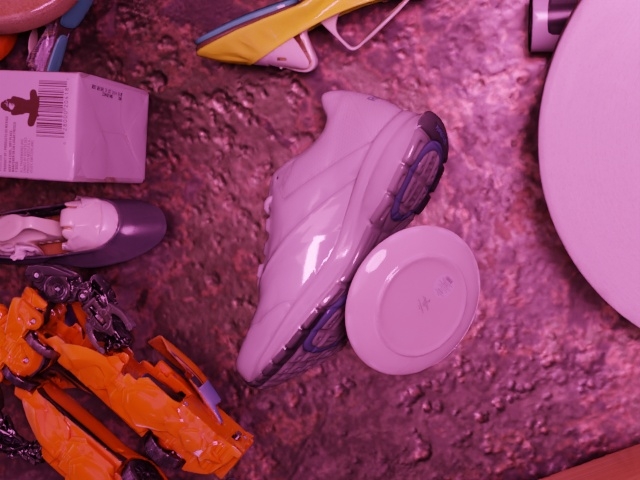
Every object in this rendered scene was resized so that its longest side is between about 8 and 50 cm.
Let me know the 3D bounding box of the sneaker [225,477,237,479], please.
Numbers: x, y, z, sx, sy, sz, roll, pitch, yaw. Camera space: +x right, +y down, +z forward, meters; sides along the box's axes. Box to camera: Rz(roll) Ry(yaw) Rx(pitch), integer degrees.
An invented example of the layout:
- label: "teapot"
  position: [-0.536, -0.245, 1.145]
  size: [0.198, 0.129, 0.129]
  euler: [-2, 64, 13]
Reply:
- label: "sneaker"
  position: [-0.069, 0.267, 0.759]
  size: [0.083, 0.031, 0.035]
  euler: [29, 98, 10]

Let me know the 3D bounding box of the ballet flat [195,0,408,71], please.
- label: "ballet flat"
  position: [-0.003, -0.201, 0.708]
  size: [0.230, 0.077, 0.077]
  euler: [-25, 103, 10]

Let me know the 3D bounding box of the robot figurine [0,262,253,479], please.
- label: "robot figurine"
  position: [-0.220, 0.159, 0.761]
  size: [0.291, 0.085, 0.211]
  euler: [40, 99, 7]

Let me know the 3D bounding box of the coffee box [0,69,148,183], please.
- label: "coffee box"
  position: [-0.310, -0.110, 0.741]
  size: [0.246, 0.141, 0.098]
  euler: [5, 94, 13]

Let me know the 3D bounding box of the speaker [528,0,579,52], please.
- label: "speaker"
  position: [0.249, -0.191, 0.659]
  size: [0.136, 0.055, 0.055]
  euler: [2, 93, 12]

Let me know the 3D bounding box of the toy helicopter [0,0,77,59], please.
- label: "toy helicopter"
  position: [-0.340, -0.361, 0.729]
  size: [0.235, 0.140, 0.355]
  euler: [-33, 84, -9]

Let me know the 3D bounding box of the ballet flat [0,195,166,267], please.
- label: "ballet flat"
  position: [-0.257, -0.009, 0.766]
  size: [0.203, 0.074, 0.074]
  euler: [-5, 91, 13]

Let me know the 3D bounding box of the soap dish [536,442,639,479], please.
- label: "soap dish"
  position: [0.250, 0.311, 0.648]
  size: [0.290, 0.118, 0.229]
  euler: [-24, 87, 11]

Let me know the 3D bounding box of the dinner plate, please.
- label: "dinner plate"
  position: [0.087, 0.056, 0.681]
  size: [0.141, 0.017, 0.141]
  euler: [-8, 108, -26]

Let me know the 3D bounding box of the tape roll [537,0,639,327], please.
- label: "tape roll"
  position: [0.365, -0.088, 0.585]
  size: [0.391, 0.072, 0.392]
  euler: [4, 106, 15]

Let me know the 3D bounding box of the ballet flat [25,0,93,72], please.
- label: "ballet flat"
  position: [-0.268, -0.218, 0.777]
  size: [0.041, 0.041, 0.114]
  euler: [31, 99, 9]

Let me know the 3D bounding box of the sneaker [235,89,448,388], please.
- label: "sneaker"
  position: [0.000, 0.000, 0.711]
  size: [0.129, 0.111, 0.297]
  euler: [33, 96, 26]
